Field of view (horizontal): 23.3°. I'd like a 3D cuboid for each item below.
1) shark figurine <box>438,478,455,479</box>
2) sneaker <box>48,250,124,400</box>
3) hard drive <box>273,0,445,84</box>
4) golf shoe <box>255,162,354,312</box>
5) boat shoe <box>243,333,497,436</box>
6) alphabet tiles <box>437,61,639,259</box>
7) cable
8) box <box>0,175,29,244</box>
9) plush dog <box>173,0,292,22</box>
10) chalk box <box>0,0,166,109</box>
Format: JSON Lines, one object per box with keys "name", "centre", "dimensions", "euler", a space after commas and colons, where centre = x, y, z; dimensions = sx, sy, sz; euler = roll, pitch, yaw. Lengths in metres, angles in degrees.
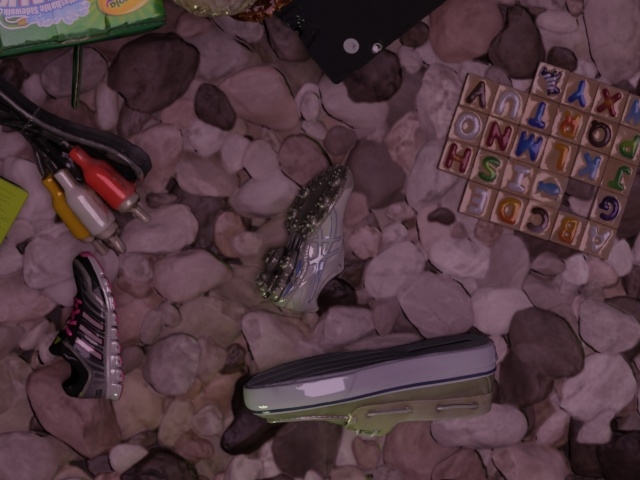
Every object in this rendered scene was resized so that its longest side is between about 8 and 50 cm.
{"name": "shark figurine", "centre": [0.153, 0.392, 1.782], "dimensions": [0.166, 0.278, 0.116], "euler": [-32, 144, -36]}
{"name": "sneaker", "centre": [-0.262, 0.099, 1.696], "dimensions": [0.075, 0.063, 0.170], "euler": [-9, 102, -17]}
{"name": "hard drive", "centre": [0.071, -0.355, 1.647], "dimensions": [0.339, 0.064, 0.237], "euler": [-36, 103, 26]}
{"name": "golf shoe", "centre": [0.000, 0.000, 1.755], "dimensions": [0.086, 0.069, 0.176], "euler": [29, 92, -33]}
{"name": "boat shoe", "centre": [0.064, 0.175, 1.754], "dimensions": [0.302, 0.109, 0.094], "euler": [-8, 99, -14]}
{"name": "alphabet tiles", "centre": [0.262, -0.105, 1.819], "dimensions": [0.237, 0.009, 0.198], "euler": [17, 92, -14]}
{"name": "cable", "centre": [-0.295, -0.103, 1.644], "dimensions": [0.287, 0.139, 0.072], "euler": [40, 45, -16]}
{"name": "box", "centre": [-0.402, 0.000, 1.652], "dimensions": [0.109, 0.042, 0.178], "euler": [30, 88, -35]}
{"name": "plush dog", "centre": [-0.097, -0.333, 1.537], "dimensions": [0.262, 0.211, 0.225], "euler": [17, 87, -52]}
{"name": "chalk box", "centre": [-0.264, -0.282, 1.603], "dimensions": [0.179, 0.180, 0.289], "euler": [-13, 99, -11]}
